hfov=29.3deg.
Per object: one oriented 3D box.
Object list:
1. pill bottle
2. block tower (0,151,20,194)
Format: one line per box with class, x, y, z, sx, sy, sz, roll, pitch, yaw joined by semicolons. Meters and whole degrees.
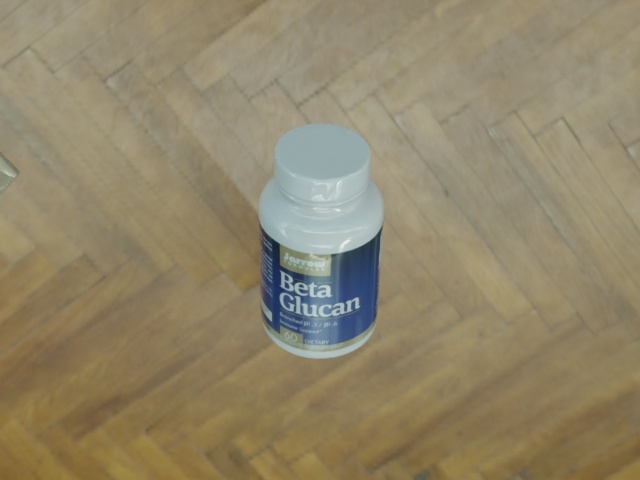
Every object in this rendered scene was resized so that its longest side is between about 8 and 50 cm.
pill bottle;0.000;0.000;0.921;0.094;0.094;0.169;0;131;-1
block tower;-0.273;0.066;0.500;0.097;0.091;0.335;49;63;-24
